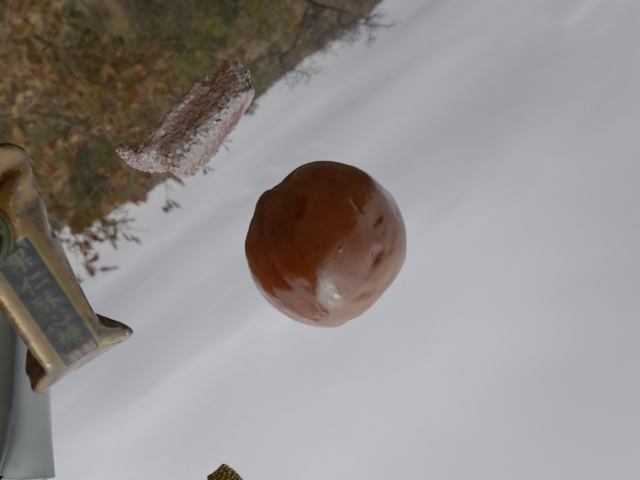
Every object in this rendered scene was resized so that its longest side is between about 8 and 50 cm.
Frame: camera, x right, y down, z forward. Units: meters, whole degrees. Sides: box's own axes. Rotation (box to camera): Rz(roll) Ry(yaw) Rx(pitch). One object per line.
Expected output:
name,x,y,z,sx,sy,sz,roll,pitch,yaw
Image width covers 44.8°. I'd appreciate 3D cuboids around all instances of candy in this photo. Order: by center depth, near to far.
candy,-0.318,0.039,0.825,0.143,0.271,0.101,-35,-146,-20

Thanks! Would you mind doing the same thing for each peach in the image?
peach,0.000,0.000,1.590,0.343,0.301,0.343,-43,-168,11

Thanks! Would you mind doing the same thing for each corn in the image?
corn,-0.173,0.650,1.849,0.091,0.260,0.091,-35,170,-31

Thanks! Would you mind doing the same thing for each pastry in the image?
pastry,-0.214,-0.190,1.324,0.265,0.112,0.103,-38,159,7

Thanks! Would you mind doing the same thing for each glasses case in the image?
glasses case,-0.442,0.198,1.121,0.083,0.308,0.128,-4,171,14
